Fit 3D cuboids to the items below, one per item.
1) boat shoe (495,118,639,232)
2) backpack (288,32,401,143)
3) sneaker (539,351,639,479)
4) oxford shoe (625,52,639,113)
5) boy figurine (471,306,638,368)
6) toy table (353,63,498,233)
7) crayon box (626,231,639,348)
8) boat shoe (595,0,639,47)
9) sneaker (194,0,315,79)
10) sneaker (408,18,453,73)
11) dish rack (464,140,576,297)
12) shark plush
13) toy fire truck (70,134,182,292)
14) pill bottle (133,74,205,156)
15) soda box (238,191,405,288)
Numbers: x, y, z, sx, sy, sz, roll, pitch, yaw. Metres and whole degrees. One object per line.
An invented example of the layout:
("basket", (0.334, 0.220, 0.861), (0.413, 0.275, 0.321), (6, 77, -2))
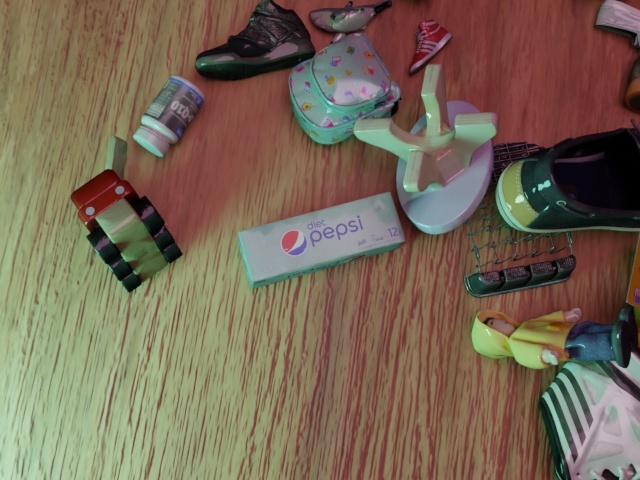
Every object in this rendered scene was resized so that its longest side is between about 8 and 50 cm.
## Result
("boat shoe", (0.554, -0.115, 1.641), (0.499, 0.156, 0.187), (-8, 76, -24))
("backpack", (0.036, -0.275, 1.669), (0.188, 0.144, 0.166), (-29, 79, 0))
("sneaker", (0.568, 0.399, 1.597), (0.257, 0.169, 0.447), (-44, 78, -3))
("oxford shoe", (0.776, -0.282, 1.747), (0.363, 0.130, 0.133), (17, 72, -2))
("boy figurine", (0.402, 0.164, 1.592), (0.177, 0.285, 0.092), (-36, 118, -47))
("toy table", (0.201, -0.168, 1.613), (0.252, 0.161, 0.274), (-10, 58, 19))
("crayon box", (0.677, 0.146, 1.630), (0.322, 0.083, 0.203), (30, 46, 1))
("boat shoe", (0.630, -0.411, 1.791), (0.184, 0.066, 0.063), (24, 92, -3))
("sneaker", (-0.134, -0.378, 1.705), (0.227, 0.087, 0.130), (-16, 79, -11))
("sneaker", (0.194, -0.376, 1.753), (0.067, 0.042, 0.118), (44, 71, 0))
("dish rack", (0.352, -0.045, 1.691), (0.208, 0.074, 0.272), (-10, 78, -8))
("shark plush", (0.062, -0.443, 1.752), (0.161, 0.073, 0.067), (-27, 52, -5))
("toy fire truck", (-0.350, -0.070, 1.569), (0.158, 0.217, 0.246), (-37, 70, -10))
("pill bottle", (-0.277, -0.226, 1.664), (0.078, 0.078, 0.137), (31, 79, 1))
("soda box", (0.000, 0.000, 1.638), (0.286, 0.091, 0.098), (-16, 80, -8))
